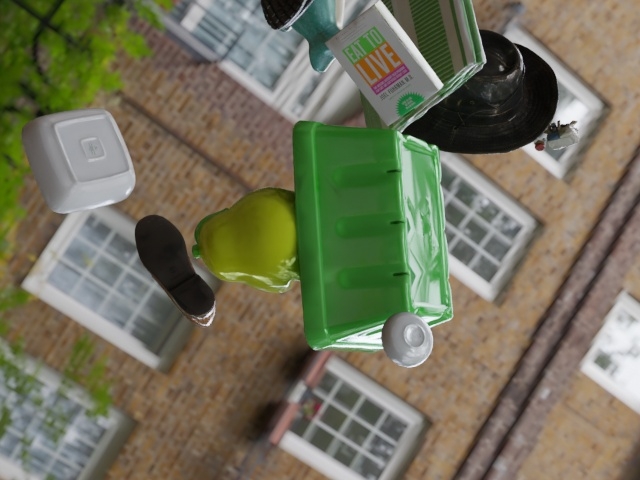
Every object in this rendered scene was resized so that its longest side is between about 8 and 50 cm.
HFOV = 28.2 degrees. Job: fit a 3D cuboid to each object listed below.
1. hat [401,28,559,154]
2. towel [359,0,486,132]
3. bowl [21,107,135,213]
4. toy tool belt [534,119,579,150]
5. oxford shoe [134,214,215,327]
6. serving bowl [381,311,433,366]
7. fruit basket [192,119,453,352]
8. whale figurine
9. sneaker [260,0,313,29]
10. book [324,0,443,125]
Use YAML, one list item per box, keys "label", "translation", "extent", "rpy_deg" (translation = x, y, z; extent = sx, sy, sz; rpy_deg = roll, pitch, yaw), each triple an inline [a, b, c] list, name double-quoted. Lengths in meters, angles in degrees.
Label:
- label: "hat"
  translation: [0.270, -0.303, 2.330]
  extent: [0.331, 0.134, 0.331]
  rpy_deg: [-5, -127, 7]
- label: "towel"
  translation: [0.155, -0.320, 2.128]
  extent: [0.325, 0.038, 0.247]
  rpy_deg: [-39, -124, 54]
- label: "bowl"
  translation: [-0.321, -0.117, 1.731]
  extent: [0.142, 0.142, 0.053]
  rpy_deg: [-16, 169, -41]
- label: "toy tool belt"
  translation: [0.440, -0.197, 2.371]
  extent: [0.083, 0.052, 0.051]
  rpy_deg: [-14, -135, 22]
- label: "oxford shoe"
  translation: [-0.230, 0.052, 1.986]
  extent: [0.076, 0.076, 0.212]
  rpy_deg: [-26, -118, -13]
- label: "serving bowl"
  translation: [0.132, 0.143, 1.868]
  extent: [0.027, 0.083, 0.083]
  rpy_deg: [-33, -150, 59]
- label: "fruit basket"
  translation: [0.000, 0.000, 2.055]
  extent: [0.392, 0.283, 0.392]
  rpy_deg: [-4, -97, 30]
- label: "whale figurine"
  translation: [-0.032, -0.455, 2.392]
  extent: [0.216, 0.141, 0.272]
  rpy_deg: [-30, -110, 44]
- label: "sneaker"
  translation: [0.006, -0.460, 2.135]
  extent: [0.283, 0.124, 0.107]
  rpy_deg: [-52, -124, 42]
- label: "book"
  translation: [0.086, -0.240, 1.731]
  extent: [0.096, 0.144, 0.035]
  rpy_deg: [-34, -171, 31]
